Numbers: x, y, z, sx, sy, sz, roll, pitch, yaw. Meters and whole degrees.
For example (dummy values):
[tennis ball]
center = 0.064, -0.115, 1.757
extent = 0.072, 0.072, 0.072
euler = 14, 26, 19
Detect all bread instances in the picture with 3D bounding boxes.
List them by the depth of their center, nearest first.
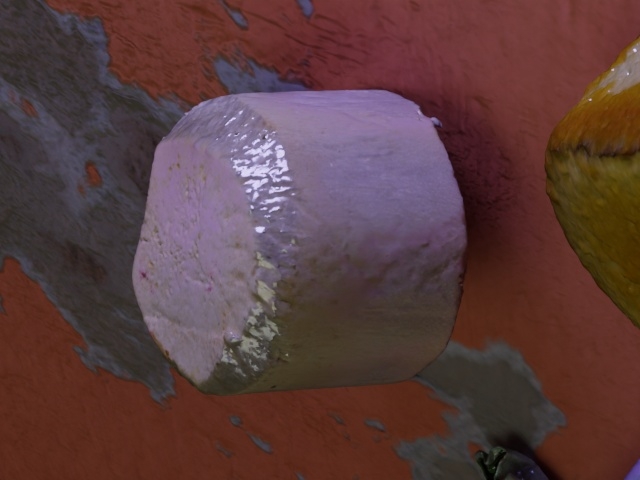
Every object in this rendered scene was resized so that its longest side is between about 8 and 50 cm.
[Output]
[bread]
center = 0.260, -0.021, 1.191
extent = 0.268, 0.146, 0.268
euler = 43, 161, 19

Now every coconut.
[coconut]
center = 0.000, 0.000, 1.443
extent = 0.239, 0.244, 0.239
euler = 10, 103, 52

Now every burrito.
[burrito]
center = 0.180, 0.224, 1.653
extent = 0.118, 0.044, 0.074
euler = 59, 161, -19

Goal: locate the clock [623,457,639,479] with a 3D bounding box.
[clock]
center = 0.323, 0.284, 1.530
extent = 0.248, 0.090, 0.227
euler = 36, 146, 10
